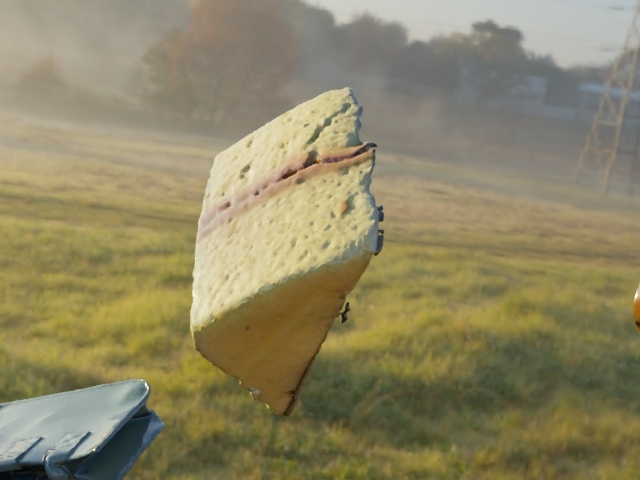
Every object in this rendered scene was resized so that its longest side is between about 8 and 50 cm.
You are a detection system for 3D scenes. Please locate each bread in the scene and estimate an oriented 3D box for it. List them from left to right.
[{"bbox_3d":[0.000,0.000,0.892,0.178,0.240,0.135,-27,-52,23],"label":"bread"}]

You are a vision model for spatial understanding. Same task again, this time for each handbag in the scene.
[{"bbox_3d":[-0.296,0.224,1.131,0.229,0.062,0.179,-12,14,17],"label":"handbag"}]

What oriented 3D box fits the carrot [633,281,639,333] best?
[{"bbox_3d":[0.465,0.069,1.050,0.139,0.138,0.302,4,-3,-31],"label":"carrot"}]
